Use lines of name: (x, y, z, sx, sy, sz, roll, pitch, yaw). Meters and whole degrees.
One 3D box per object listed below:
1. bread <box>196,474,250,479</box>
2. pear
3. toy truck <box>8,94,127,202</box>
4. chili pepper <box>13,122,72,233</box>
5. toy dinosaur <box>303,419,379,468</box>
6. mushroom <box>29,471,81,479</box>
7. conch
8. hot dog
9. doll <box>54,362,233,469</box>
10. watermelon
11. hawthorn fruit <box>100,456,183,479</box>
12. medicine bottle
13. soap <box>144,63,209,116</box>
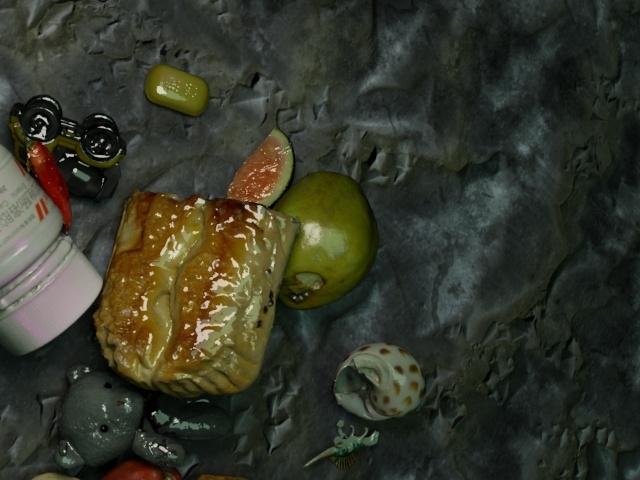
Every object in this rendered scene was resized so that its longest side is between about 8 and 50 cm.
bread: (-0.214, 0.595, 1.547, 0.210, 0.099, 0.235, 26, 84, -41)
pear: (0.000, 0.000, 1.624, 0.269, 0.269, 0.321, 34, 58, -22)
toy truck: (-0.487, -0.173, 1.449, 0.224, 0.147, 0.165, 17, 103, -23)
chili pepper: (-0.498, -0.114, 1.384, 0.050, 0.059, 0.268, -29, 137, -17)
toy dinosaur: (0.052, 0.485, 1.743, 0.187, 0.044, 0.106, -45, 122, -23)
mushroom: (-0.499, 0.505, 1.414, 0.148, 0.112, 0.148, -4, 98, -30)
conch: (0.148, 0.326, 1.740, 0.275, 0.183, 0.149, 49, 26, -24)
hot dog: (-0.247, 0.114, 1.434, 0.367, 0.196, 0.365, 6, 66, 15)
doll: (-0.336, 0.319, 1.467, 0.340, 0.158, 0.246, -2, 56, -17)
watermelon: (-0.125, -0.134, 1.675, 0.119, 0.063, 0.245, 31, 78, -3)
hawthorn fruit: (-0.346, 0.505, 1.465, 0.173, 0.173, 0.173, 1, 87, -27)
medicine bottle: (-0.564, 0.017, 1.323, 0.256, 0.256, 0.325, -45, 114, -22)
soap: (-0.300, -0.317, 1.595, 0.140, 0.045, 0.089, 17, 76, -26)
